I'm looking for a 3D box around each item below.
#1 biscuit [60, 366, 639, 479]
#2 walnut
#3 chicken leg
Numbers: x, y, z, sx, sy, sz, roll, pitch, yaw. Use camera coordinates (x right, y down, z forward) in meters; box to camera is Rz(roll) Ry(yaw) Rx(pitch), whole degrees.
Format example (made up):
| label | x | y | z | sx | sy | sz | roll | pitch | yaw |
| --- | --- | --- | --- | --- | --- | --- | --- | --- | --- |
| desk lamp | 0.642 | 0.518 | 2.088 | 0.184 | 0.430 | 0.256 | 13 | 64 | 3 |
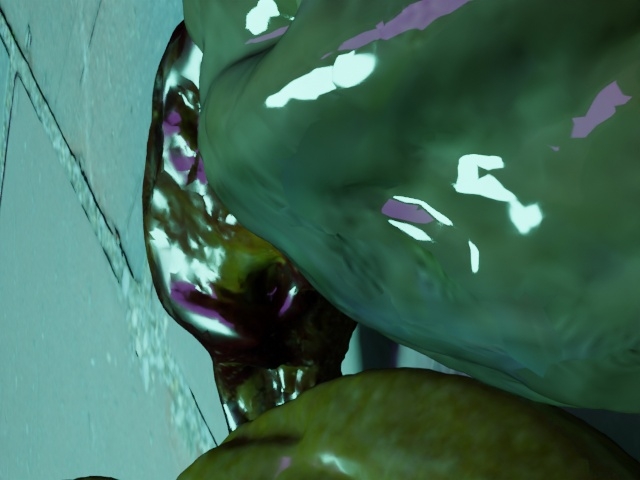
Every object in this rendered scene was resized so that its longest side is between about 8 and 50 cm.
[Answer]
| label | x | y | z | sx | sy | sz | roll | pitch | yaw |
| --- | --- | --- | --- | --- | --- | --- | --- | --- | --- |
| biscuit | -0.034 | 0.209 | 0.611 | 0.394 | 0.070 | 0.350 | -53 | 48 | 13 |
| walnut | 0.071 | -0.060 | 0.433 | 0.224 | 0.224 | 0.224 | 178 | 90 | -67 |
| chicken leg | 0.000 | 0.000 | 0.748 | 0.158 | 0.096 | 0.407 | 36 | 129 | 39 |
